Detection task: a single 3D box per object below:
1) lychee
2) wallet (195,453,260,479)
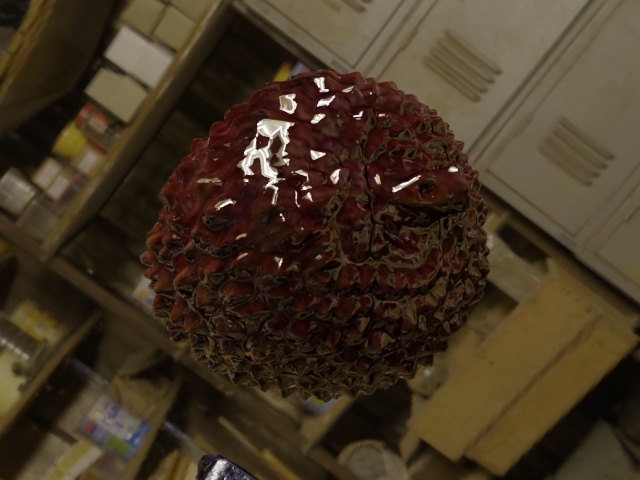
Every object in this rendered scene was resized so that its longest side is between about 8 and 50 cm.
[{"bbox_3d":[0.000,0.000,0.850,0.330,0.306,0.306,-25,26,46],"label":"lychee"},{"bbox_3d":[-0.021,0.284,0.554,0.221,0.262,0.071,-52,-8,-44],"label":"wallet"}]
